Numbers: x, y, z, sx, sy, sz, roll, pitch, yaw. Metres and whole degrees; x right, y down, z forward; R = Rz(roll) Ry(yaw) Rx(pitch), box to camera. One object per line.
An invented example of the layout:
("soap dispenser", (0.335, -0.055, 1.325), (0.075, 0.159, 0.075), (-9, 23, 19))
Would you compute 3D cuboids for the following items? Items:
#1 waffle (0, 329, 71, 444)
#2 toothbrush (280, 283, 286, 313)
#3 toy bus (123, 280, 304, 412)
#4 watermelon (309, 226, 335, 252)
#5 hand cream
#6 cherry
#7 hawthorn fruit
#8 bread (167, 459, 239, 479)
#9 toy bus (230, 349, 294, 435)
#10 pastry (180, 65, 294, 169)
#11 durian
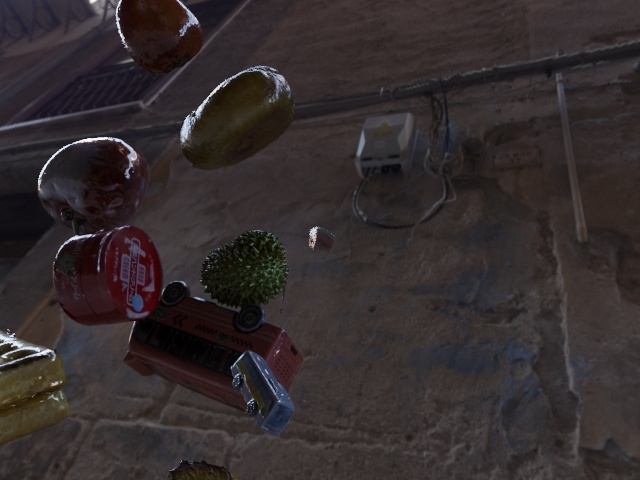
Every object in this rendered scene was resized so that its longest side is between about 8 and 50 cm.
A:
("waffle", (-0.502, 0.194, 0.680), (0.327, 0.224, 0.098), (0, -82, 42))
("toothbrush", (-0.105, 0.159, 1.451), (0.006, 0.008, 0.097), (7, -88, 13))
("toy bus", (-0.275, 0.277, 1.301), (0.426, 0.233, 0.203), (12, -32, 26))
("watermelon", (0.006, -0.002, 1.583), (0.084, 0.072, 0.092), (2, -36, 10))
("hand cream", (-0.483, 0.083, 1.186), (0.149, 0.230, 0.230), (-9, -51, 18))
("cherry", (-0.704, -0.174, 1.613), (0.326, 0.335, 0.292), (-18, -51, 9))
("hawthorn fruit", (-0.340, -0.444, 1.035), (0.162, 0.162, 0.204), (-24, -76, 36))
("bread", (-0.256, 0.539, 1.082), (0.159, 0.140, 0.169), (8, -30, -6))
("toy bus", (-0.117, 0.297, 1.017), (0.064, 0.075, 0.190), (41, -2, -34))
("pastry", (-0.223, -0.322, 1.385), (0.356, 0.356, 0.164), (-33, -90, 40))
("durian", (-0.197, 0.082, 1.318), (0.236, 0.177, 0.200), (-15, -48, 37))
